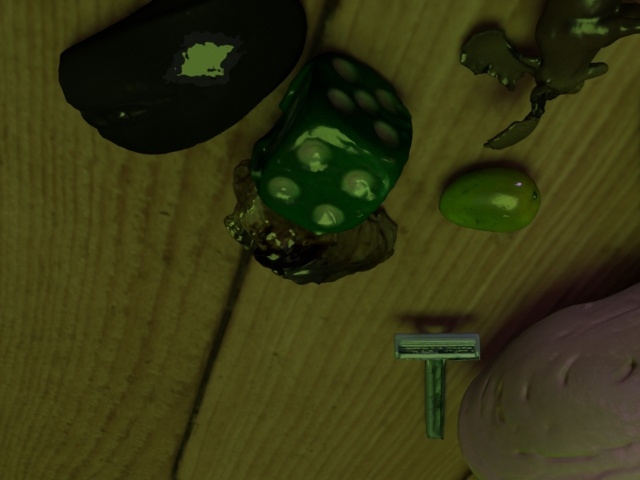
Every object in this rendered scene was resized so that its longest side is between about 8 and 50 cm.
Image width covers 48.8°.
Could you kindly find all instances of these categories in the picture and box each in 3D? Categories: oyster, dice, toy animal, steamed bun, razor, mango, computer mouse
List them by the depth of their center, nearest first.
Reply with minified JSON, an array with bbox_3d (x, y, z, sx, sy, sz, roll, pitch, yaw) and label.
[{"bbox_3d":[0.218,-0.185,0.613,0.185,0.094,0.214,-6,126,6],"label":"toy animal"},{"bbox_3d":[-0.139,-0.158,0.676,0.269,0.086,0.138,-19,128,25],"label":"computer mouse"},{"bbox_3d":[0.011,-0.092,0.688,0.120,0.131,0.128,29,131,-19],"label":"dice"},{"bbox_3d":[0.182,-0.044,0.766,0.108,0.056,0.073,-9,127,19],"label":"mango"},{"bbox_3d":[-0.016,0.002,0.790,0.161,0.107,0.232,-28,141,20],"label":"oyster"},{"bbox_3d":[0.426,0.236,0.830,0.371,0.290,0.456,32,129,-27],"label":"steamed bun"},{"bbox_3d":[0.166,0.209,1.024,0.110,0.056,0.278,-2,141,7],"label":"razor"}]
